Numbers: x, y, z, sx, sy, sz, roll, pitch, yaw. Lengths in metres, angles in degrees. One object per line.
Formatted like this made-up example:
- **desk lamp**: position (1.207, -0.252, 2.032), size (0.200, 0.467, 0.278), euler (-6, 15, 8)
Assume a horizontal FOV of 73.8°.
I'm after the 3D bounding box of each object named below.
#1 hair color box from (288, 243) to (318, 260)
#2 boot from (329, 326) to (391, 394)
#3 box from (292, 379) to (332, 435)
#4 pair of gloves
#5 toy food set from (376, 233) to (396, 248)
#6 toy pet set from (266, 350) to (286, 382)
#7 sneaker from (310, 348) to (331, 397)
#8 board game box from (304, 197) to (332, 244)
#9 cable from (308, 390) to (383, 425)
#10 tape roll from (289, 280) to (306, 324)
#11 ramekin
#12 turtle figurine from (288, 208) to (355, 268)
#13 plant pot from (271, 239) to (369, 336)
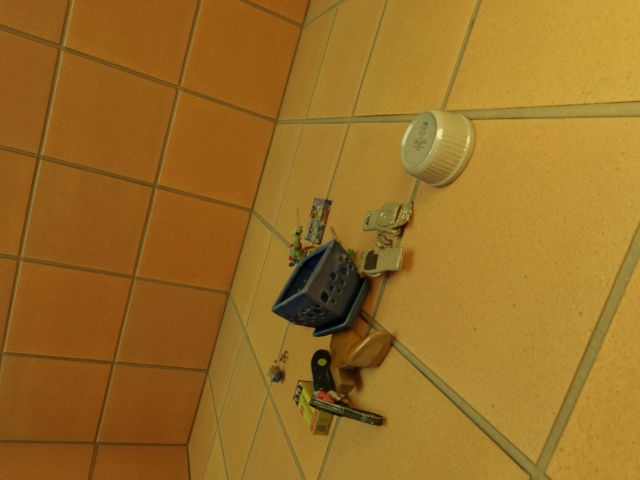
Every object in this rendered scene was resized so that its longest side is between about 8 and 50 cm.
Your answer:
- **hair color box**: position (-0.059, 0.060, 1.800), size (0.043, 0.141, 0.071), euler (155, 125, -62)
- **boot**: position (0.104, 0.317, 1.342), size (0.295, 0.104, 0.211), euler (-60, 24, 29)
- **box**: position (-0.033, 0.604, 1.552), size (0.232, 0.058, 0.087), euler (30, 105, 66)
- **pair of gloves**: position (0.199, -0.001, 1.326), size (0.204, 0.042, 0.239), euler (-19, 55, 54)
- **toy food set**: position (0.200, 0.026, 1.378), size (0.122, 0.019, 0.077), euler (35, 110, 65)
- **toy pet set**: position (-0.185, 0.584, 1.945), size (0.122, 0.065, 0.114), euler (-50, 0, 42)
- **sneaker**: position (0.002, 0.490, 1.525), size (0.209, 0.069, 0.082), euler (-93, -1, -52)
- **board game box**: position (-0.013, -0.090, 1.913), size (0.136, 0.035, 0.201), euler (24, 100, 67)
- **cable**: position (0.068, 0.495, 1.287), size (0.287, 0.140, 0.072), euler (-24, 47, 58)
- **tape roll**: position (-0.070, 0.266, 1.796), size (0.189, 0.080, 0.188), euler (-167, 90, -68)
- **ramekin**: position (0.308, -0.258, 1.170), size (0.207, 0.109, 0.206), euler (-167, 90, -68)
- **turtle figurine**: position (0.000, 0.000, 1.612), size (0.266, 0.197, 0.274), euler (14, 58, 47)
- **plant pot**: position (0.014, 0.175, 1.405), size (0.236, 0.212, 0.235), euler (-34, 19, 51)
